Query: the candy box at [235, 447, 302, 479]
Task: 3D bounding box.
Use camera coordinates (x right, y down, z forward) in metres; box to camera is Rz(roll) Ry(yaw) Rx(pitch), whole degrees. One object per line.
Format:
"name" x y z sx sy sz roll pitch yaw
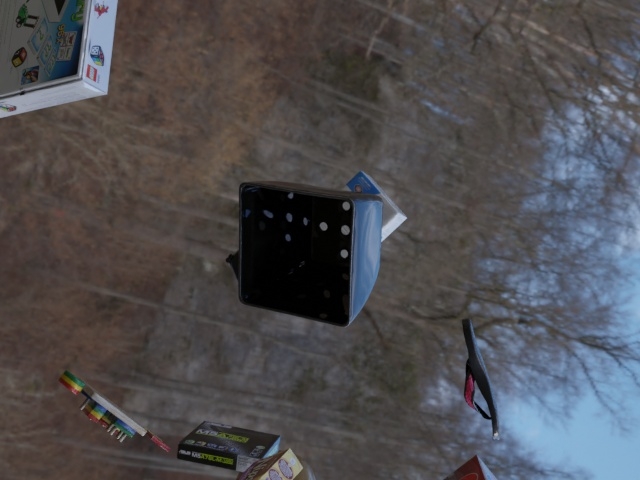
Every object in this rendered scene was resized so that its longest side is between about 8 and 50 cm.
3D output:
"candy box" -0.126 0.467 1.597 0.109 0.053 0.187 -31 -176 38

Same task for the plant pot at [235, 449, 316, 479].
"plant pot" -0.101 0.709 2.275 0.254 0.237 0.237 -159 -96 -78

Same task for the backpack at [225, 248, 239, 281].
"backpack" -0.136 0.069 1.891 0.084 0.114 0.105 -35 -125 9

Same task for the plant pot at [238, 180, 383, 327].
"plant pot" 0.000 0.000 1.290 0.188 0.167 0.188 10 -71 27

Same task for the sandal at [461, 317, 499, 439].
"sandal" 0.211 0.192 1.187 0.067 0.040 0.179 -72 144 -74

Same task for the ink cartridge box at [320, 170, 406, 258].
"ink cartridge box" 0.058 -0.024 1.909 0.231 0.078 0.134 -43 -109 11

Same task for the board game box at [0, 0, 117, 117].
"board game box" -0.354 -0.323 1.136 0.193 0.053 0.305 -5 -107 27

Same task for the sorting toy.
"sorting toy" -0.408 0.337 1.658 0.046 0.274 0.132 -53 -155 -14

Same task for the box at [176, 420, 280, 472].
"box" -0.201 0.461 1.924 0.184 0.191 0.045 -24 122 -77

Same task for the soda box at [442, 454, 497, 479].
"soda box" 0.289 0.489 1.548 0.092 0.083 0.263 -38 -175 7
